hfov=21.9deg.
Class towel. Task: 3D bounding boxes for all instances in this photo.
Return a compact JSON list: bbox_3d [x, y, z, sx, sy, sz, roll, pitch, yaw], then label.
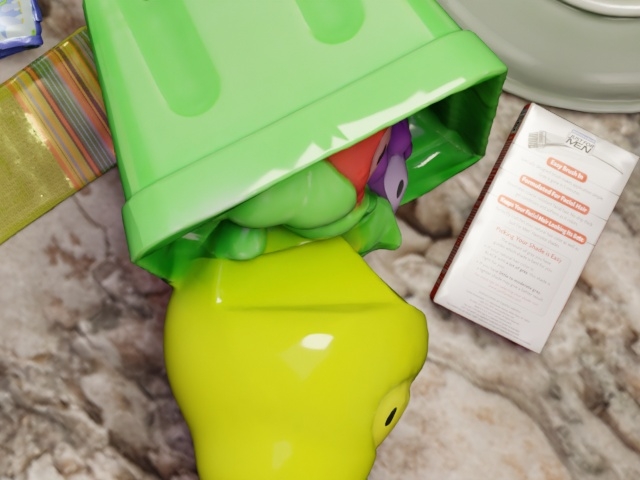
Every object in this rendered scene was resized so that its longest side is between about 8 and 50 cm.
[{"bbox_3d":[-0.240,-0.061,1.266,0.237,0.021,0.102,-35,92,1],"label":"towel"}]

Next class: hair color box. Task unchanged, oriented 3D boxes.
[{"bbox_3d":[0.161,-0.010,1.257,0.093,0.053,0.167,27,93,-1],"label":"hair color box"}]

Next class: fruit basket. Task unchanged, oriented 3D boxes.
[{"bbox_3d":[0.000,0.000,1.098,0.283,0.392,0.392,-27,93,0],"label":"fruit basket"}]

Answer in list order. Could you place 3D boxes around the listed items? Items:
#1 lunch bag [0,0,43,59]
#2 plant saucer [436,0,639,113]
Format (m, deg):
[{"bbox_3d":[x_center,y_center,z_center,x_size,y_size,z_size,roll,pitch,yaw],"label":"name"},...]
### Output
[{"bbox_3d":[-0.287,-0.191,1.223,0.151,0.096,0.129,-11,92,9],"label":"lunch bag"},{"bbox_3d":[0.216,-0.270,1.151,0.400,0.100,0.400,1,111,3],"label":"plant saucer"}]
